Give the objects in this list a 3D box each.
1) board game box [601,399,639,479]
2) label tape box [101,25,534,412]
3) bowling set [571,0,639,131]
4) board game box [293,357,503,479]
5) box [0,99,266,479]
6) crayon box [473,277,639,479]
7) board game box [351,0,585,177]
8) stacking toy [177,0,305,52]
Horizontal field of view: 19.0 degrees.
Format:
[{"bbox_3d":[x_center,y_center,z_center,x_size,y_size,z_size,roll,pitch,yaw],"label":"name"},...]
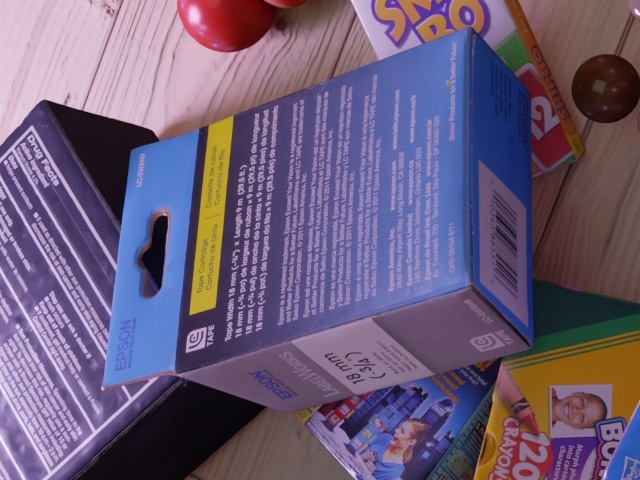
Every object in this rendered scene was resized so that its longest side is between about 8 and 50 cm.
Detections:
[{"bbox_3d":[0.348,0.051,1.296,0.086,0.302,0.308,30,100,30],"label":"board game box"},{"bbox_3d":[0.000,0.000,1.510,0.334,0.106,0.240,-17,52,29],"label":"label tape box"},{"bbox_3d":[0.307,-0.141,1.454,0.200,0.154,0.287,-3,85,49],"label":"bowling set"},{"bbox_3d":[0.089,0.121,1.562,0.194,0.060,0.194,-42,46,-4],"label":"board game box"},{"bbox_3d":[-0.222,0.088,1.700,0.294,0.183,0.296,-42,66,20],"label":"box"},{"bbox_3d":[0.199,0.183,1.427,0.165,0.081,0.278,13,73,10],"label":"crayon box"},{"bbox_3d":[0.107,-0.164,1.558,0.124,0.039,0.259,-21,97,27],"label":"board game box"},{"bbox_3d":[0.000,-0.275,1.640,0.330,0.141,0.141,-36,68,27],"label":"stacking toy"}]
